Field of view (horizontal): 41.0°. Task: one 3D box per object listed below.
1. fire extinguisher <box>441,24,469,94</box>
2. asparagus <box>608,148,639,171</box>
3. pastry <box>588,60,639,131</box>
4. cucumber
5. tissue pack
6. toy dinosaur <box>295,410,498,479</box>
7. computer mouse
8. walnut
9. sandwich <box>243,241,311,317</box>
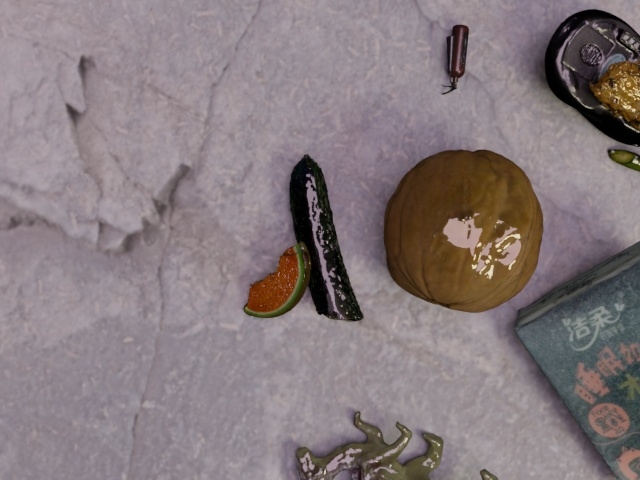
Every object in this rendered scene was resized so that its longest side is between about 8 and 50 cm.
[{"bbox_3d":[0.194,-0.262,1.233,0.032,0.046,0.100,7,88,8],"label":"fire extinguisher"},{"bbox_3d":[0.539,-0.096,1.269,0.236,0.027,0.034,14,99,-4],"label":"asparagus"},{"bbox_3d":[0.436,-0.191,1.161,0.140,0.056,0.080,35,103,-20],"label":"pastry"},{"bbox_3d":[-0.003,0.001,1.208,0.067,0.067,0.245,-16,89,-5],"label":"cucumber"},{"bbox_3d":[0.447,0.183,1.181,0.228,0.103,0.315,-34,93,25],"label":"tissue pack"},{"bbox_3d":[0.111,0.344,1.209,0.294,0.077,0.162,28,91,10],"label":"toy dinosaur"},{"bbox_3d":[0.413,-0.229,1.226,0.233,0.096,0.137,34,96,-15],"label":"computer mouse"},{"bbox_3d":[0.194,-0.016,1.156,0.228,0.228,0.227,0,89,-5],"label":"walnut"},{"bbox_3d":[-0.055,0.066,1.194,0.135,0.029,0.067,-47,70,25],"label":"sandwich"}]
